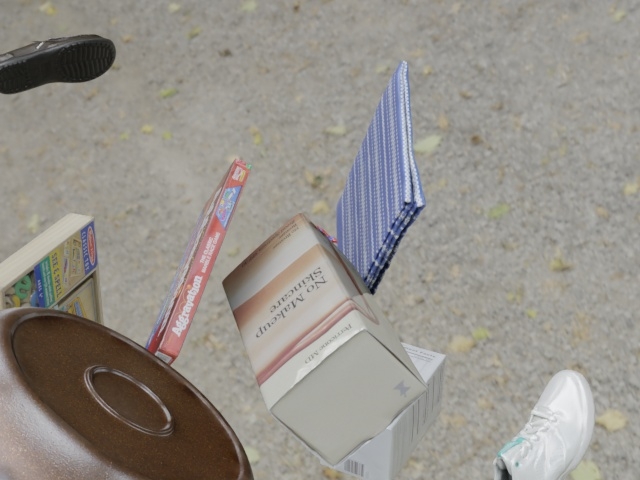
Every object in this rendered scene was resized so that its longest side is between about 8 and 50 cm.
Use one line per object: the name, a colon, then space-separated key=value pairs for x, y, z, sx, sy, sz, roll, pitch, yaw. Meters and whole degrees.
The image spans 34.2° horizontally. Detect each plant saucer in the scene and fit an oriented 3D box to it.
plant saucer: x=-0.169 y=0.148 z=0.861 sx=0.050 sy=0.310 sz=0.310 roll=-53 pitch=40 yaw=10

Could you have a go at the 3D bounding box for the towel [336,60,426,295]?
towel: x=0.080 y=-0.051 z=1.461 sx=0.040 sy=0.336 sz=0.243 roll=7 pitch=55 yaw=-12

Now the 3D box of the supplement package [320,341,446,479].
supplement package: x=0.115 y=0.300 z=1.854 sx=0.139 sy=0.134 sz=0.244 roll=16 pitch=32 yaw=24

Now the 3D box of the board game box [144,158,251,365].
board game box: x=-0.160 y=0.043 z=1.279 sx=0.145 sy=0.027 sz=0.281 roll=-47 pitch=21 yaw=53

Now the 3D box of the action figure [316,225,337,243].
action figure: x=0.000 y=0.000 z=1.737 sx=0.038 sy=0.030 sz=0.115 roll=-45 pitch=39 yaw=-10

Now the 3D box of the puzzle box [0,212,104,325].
puzzle box: x=-0.443 y=0.192 z=1.711 sx=0.052 sy=0.409 sz=0.272 roll=9 pitch=28 yaw=16

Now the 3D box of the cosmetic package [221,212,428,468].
cosmetic package: x=-0.006 y=0.110 z=1.259 sx=0.153 sy=0.129 sz=0.296 roll=-41 pitch=30 yaw=5

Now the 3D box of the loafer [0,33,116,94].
loafer: x=-0.450 y=-0.308 z=1.732 sx=0.220 sy=0.080 sz=0.078 roll=-16 pitch=46 yaw=-29

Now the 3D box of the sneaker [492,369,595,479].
sneaker: x=0.250 y=0.247 z=1.222 sx=0.080 sy=0.094 sz=0.212 roll=13 pitch=80 yaw=62
